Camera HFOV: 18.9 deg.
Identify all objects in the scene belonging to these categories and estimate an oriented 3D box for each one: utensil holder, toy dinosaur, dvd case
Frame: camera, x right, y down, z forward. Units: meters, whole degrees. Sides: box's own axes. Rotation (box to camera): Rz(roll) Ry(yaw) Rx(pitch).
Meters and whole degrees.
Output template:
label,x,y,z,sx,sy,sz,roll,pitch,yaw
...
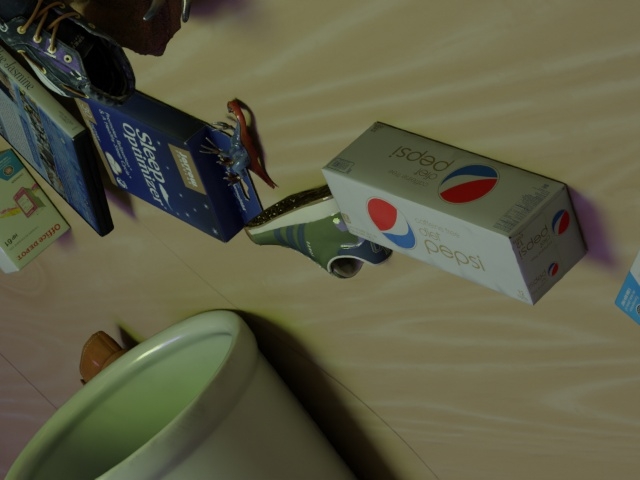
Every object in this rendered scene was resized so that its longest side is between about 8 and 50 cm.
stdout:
label,x,y,z,sx,sy,sz,roll,pitch,yaw
utensil holder,-0.107,0.325,2.105,0.385,0.327,0.327,54,156,-16
toy dinosaur,-0.157,-0.223,1.608,0.200,0.127,0.296,29,157,22
dvd case,-0.318,-0.132,2.096,0.253,0.022,0.180,43,159,28
toy dinosaur,-0.073,-0.093,1.780,0.082,0.090,0.047,122,148,-45

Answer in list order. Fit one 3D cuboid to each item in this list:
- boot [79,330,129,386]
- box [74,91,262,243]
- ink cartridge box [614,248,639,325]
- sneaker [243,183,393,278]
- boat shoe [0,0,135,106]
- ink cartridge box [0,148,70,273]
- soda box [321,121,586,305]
label,x,y,z,sx,sy,sz,roll,pitch,yaw
boot,-0.218,0.253,2.441,0.220,0.109,0.283,36,152,22
box,-0.151,-0.079,1.915,0.225,0.036,0.136,25,147,40
ink cartridge box,0.299,0.060,1.323,0.181,0.061,0.104,41,156,16
sneaker,0.000,0.000,1.737,0.086,0.064,0.192,57,152,-9
boat shoe,-0.222,-0.177,1.559,0.083,0.065,0.183,18,161,44
ink cartridge box,-0.372,-0.033,2.293,0.122,0.088,0.052,54,153,-15
soda box,0.102,-0.024,1.523,0.216,0.069,0.074,23,146,45
